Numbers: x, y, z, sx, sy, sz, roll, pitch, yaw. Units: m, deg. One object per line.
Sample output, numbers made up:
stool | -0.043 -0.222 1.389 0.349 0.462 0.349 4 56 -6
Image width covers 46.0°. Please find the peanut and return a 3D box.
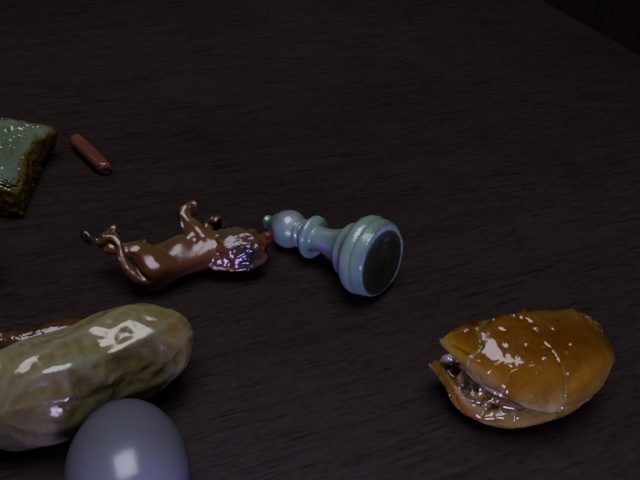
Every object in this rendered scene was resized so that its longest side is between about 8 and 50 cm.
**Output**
peanut | -0.312 0.178 1.013 0.313 0.152 0.152 -19 43 -33

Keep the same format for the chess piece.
chess piece | 0.000 0.000 1.339 0.271 0.139 0.139 17 36 34

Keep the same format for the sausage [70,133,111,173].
sausage | -0.480 -0.181 1.569 0.035 0.030 0.147 -24 46 -35

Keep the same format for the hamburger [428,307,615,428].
hamburger | 0.316 0.185 1.100 0.282 0.144 0.157 -5 38 -19

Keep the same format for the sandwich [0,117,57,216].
sandwich | -0.653 -0.152 1.459 0.226 0.087 0.251 3 37 -3

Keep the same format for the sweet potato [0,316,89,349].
sweet potato | -0.379 0.141 1.131 0.255 0.058 0.078 -11 19 -28

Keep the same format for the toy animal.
toy animal | -0.230 0.019 1.290 0.312 0.097 0.157 -18 49 -27

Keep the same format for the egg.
egg | -0.229 0.273 0.898 0.146 0.147 0.199 -1 30 -10
